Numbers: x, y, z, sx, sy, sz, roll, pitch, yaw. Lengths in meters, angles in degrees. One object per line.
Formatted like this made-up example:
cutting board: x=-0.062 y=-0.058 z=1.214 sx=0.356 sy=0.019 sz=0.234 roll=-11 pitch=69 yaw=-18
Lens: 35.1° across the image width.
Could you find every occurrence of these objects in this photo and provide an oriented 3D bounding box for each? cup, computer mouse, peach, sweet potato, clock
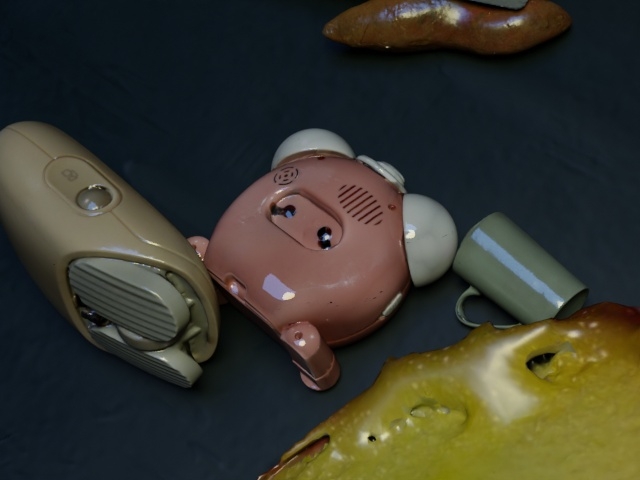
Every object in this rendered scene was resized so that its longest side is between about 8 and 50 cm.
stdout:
cup: x=0.132 y=0.032 z=0.702 sx=0.075 sy=0.054 sz=0.083 roll=-42 pitch=63 yaw=-11
computer mouse: x=-0.167 y=0.009 z=0.737 sx=0.082 sy=0.145 sz=0.236 roll=-36 pitch=60 yaw=-25
peach: x=0.087 y=0.206 z=0.540 sx=0.362 sy=0.201 sz=0.257 roll=-46 pitch=35 yaw=-18
sweet potato: x=0.102 y=-0.179 z=0.825 sx=0.202 sy=0.055 sz=0.058 roll=2 pitch=99 yaw=13
clock: x=0.000 y=0.000 z=0.734 sx=0.166 sy=0.093 sz=0.162 roll=36 pitch=73 yaw=29

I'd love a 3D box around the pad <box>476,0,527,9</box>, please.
pad: x=0.076 y=-0.266 z=0.874 sx=0.264 sy=0.009 sz=0.160 roll=18 pitch=49 yaw=23
